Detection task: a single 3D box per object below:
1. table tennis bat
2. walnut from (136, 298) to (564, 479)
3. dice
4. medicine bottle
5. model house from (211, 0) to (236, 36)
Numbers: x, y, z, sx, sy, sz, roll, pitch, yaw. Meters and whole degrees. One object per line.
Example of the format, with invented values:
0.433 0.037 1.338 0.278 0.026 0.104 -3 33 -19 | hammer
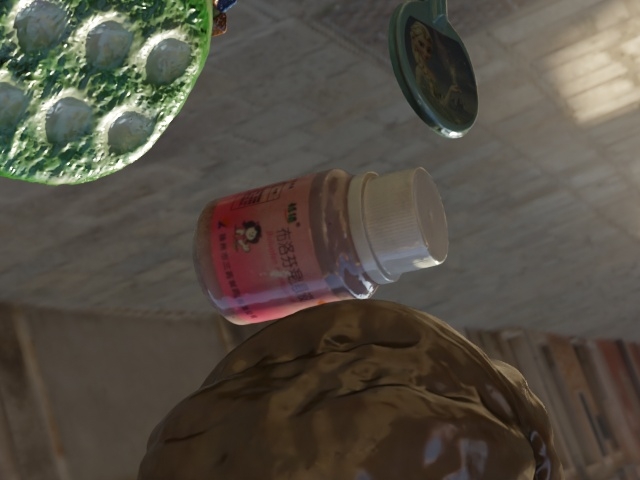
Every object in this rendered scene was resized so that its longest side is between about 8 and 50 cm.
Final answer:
0.123 -0.220 1.265 0.038 0.237 0.149 -23 143 36 | table tennis bat
0.018 0.161 0.763 0.273 0.227 0.273 -18 -155 9 | walnut
-0.318 -0.251 1.298 0.297 0.300 0.287 9 119 -49 | dice
0.000 0.000 1.211 0.247 0.147 0.147 -13 170 23 | medicine bottle
-0.177 -0.386 1.781 0.119 0.149 0.148 -41 168 -33 | model house
